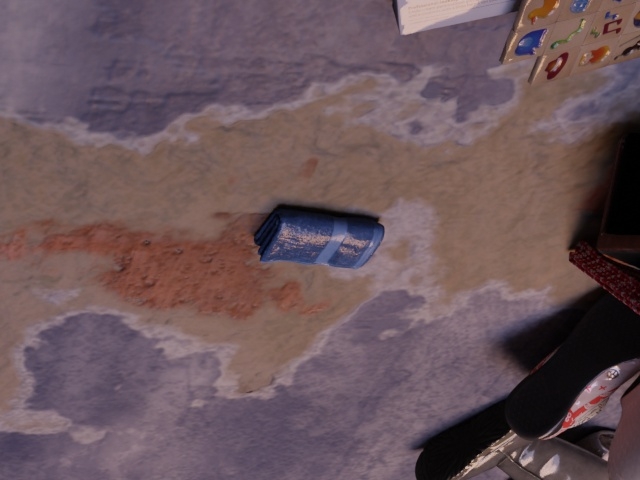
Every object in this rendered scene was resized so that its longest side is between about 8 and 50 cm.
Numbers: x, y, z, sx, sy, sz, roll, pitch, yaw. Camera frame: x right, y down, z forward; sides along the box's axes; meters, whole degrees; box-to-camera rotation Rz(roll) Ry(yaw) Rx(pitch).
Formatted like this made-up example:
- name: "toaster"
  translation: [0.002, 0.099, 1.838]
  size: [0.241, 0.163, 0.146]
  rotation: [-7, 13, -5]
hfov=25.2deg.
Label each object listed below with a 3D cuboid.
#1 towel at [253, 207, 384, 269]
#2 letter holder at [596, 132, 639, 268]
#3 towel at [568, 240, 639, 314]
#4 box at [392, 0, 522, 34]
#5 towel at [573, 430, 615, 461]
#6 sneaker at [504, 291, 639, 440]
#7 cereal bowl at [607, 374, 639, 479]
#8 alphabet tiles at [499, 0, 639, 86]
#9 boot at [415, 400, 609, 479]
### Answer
- name: "towel"
  translation: [0.000, 0.000, 1.403]
  size: [0.119, 0.029, 0.067]
  rotation: [8, 141, -26]
- name: "letter holder"
  translation: [0.433, -0.053, 1.377]
  size: [0.302, 0.214, 0.152]
  rotation: [19, 168, -39]
- name: "towel"
  translation: [0.373, 0.070, 1.414]
  size: [0.199, 0.275, 0.031]
  rotation: [21, 99, -12]
- name: "box"
  translation: [0.121, -0.241, 1.074]
  size: [0.145, 0.038, 0.186]
  rotation: [-12, 146, -2]
- name: "towel"
  translation: [0.420, 0.346, 2.034]
  size: [0.282, 0.049, 0.187]
  rotation: [17, 136, -36]
- name: "sneaker"
  translation: [0.335, 0.129, 1.661]
  size: [0.270, 0.090, 0.145]
  rotation: [-43, 164, 14]
- name: "cereal bowl"
  translation: [0.446, 0.175, 1.628]
  size: [0.339, 0.141, 0.339]
  rotation: [-45, 171, -10]
- name: "alphabet tiles"
  translation: [0.246, -0.215, 1.133]
  size: [0.198, 0.009, 0.237]
  rotation: [-17, 150, -21]
- name: "boot"
  translation: [0.254, 0.302, 1.871]
  size: [0.189, 0.076, 0.208]
  rotation: [-32, 136, 27]
